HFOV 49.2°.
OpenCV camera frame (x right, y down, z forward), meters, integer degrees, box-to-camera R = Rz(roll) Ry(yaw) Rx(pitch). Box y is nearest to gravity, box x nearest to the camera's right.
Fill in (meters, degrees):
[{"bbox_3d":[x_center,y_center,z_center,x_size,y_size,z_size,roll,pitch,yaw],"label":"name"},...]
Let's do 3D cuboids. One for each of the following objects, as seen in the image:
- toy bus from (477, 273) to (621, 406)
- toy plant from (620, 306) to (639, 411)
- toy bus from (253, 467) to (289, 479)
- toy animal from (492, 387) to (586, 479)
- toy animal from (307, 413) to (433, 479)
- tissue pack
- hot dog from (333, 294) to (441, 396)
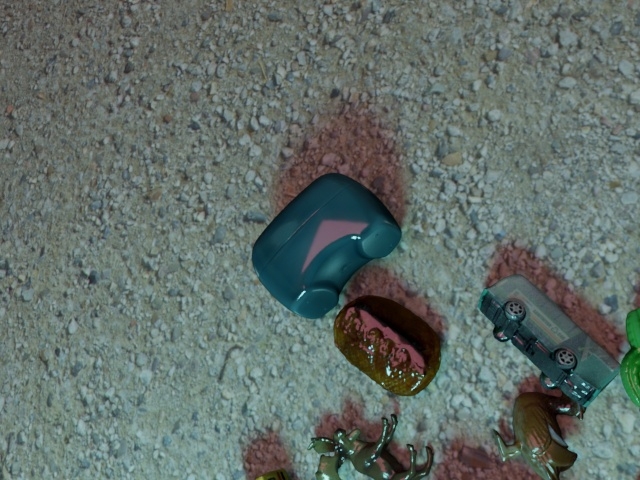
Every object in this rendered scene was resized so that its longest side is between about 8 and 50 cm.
[{"bbox_3d":[0.402,0.174,1.252,0.109,0.091,0.261,-31,62,-22],"label":"toy bus"},{"bbox_3d":[0.577,0.220,1.160,0.155,0.088,0.240,5,73,3],"label":"toy plant"},{"bbox_3d":[-0.059,0.612,1.323,0.121,0.123,0.335,-34,64,13],"label":"toy bus"},{"bbox_3d":[0.401,0.350,1.217,0.179,0.089,0.188,-21,61,2],"label":"toy animal"},{"bbox_3d":[0.086,0.416,1.332,0.214,0.094,0.186,41,102,20],"label":"toy animal"},{"bbox_3d":[0.000,0.000,1.429,0.287,0.198,0.206,-47,64,9],"label":"tissue pack"},{"bbox_3d":[0.133,0.205,1.366,0.227,0.099,0.160,41,94,27],"label":"hot dog"}]
